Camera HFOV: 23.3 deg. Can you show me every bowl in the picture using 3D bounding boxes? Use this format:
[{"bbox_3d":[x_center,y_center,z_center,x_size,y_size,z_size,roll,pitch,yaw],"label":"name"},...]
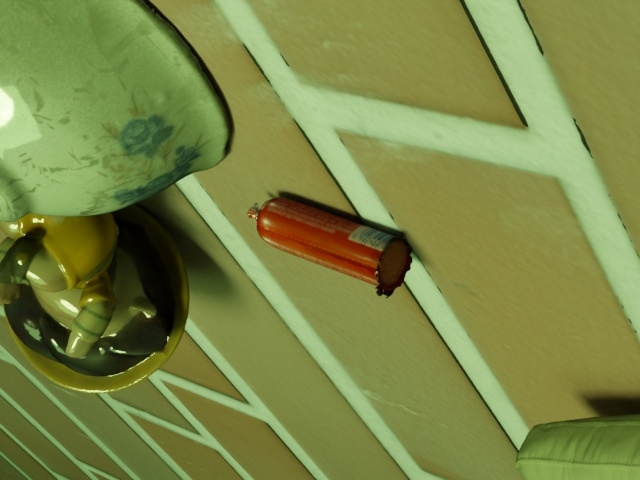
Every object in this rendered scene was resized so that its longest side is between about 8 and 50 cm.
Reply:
[{"bbox_3d":[-0.234,-0.103,1.181,0.313,0.146,0.313,28,158,12],"label":"bowl"}]

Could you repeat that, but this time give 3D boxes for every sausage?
[{"bbox_3d":[0.000,0.000,1.202,0.145,0.050,0.048,20,-163,32],"label":"sausage"}]

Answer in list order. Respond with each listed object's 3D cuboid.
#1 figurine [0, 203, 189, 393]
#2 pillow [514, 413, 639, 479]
[{"bbox_3d":[-0.213,0.031,1.417,0.192,0.167,0.257,48,164,16],"label":"figurine"},{"bbox_3d":[0.311,0.216,1.114,0.255,0.120,0.322,41,159,-18],"label":"pillow"}]
